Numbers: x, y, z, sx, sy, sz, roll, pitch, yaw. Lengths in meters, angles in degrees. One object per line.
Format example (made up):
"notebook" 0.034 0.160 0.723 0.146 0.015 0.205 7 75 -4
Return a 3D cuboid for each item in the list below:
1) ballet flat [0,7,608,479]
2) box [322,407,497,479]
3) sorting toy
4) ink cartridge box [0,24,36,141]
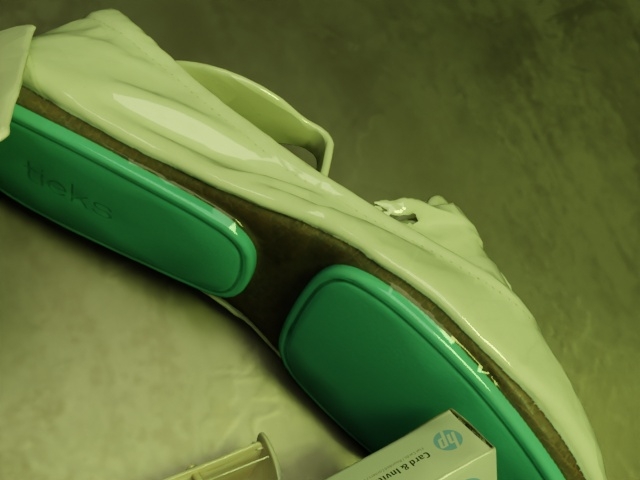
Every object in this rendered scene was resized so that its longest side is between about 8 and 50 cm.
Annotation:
"ballet flat" 0.000 0.000 0.523 0.400 0.139 0.139 34 65 2
"box" 0.000 0.178 0.449 0.186 0.145 0.038 -24 36 -23
"sorting toy" -0.050 0.145 0.474 0.083 0.045 0.075 -18 37 -19
"ink cartridge box" -0.304 -0.075 0.370 0.353 0.207 0.119 -14 116 -7
